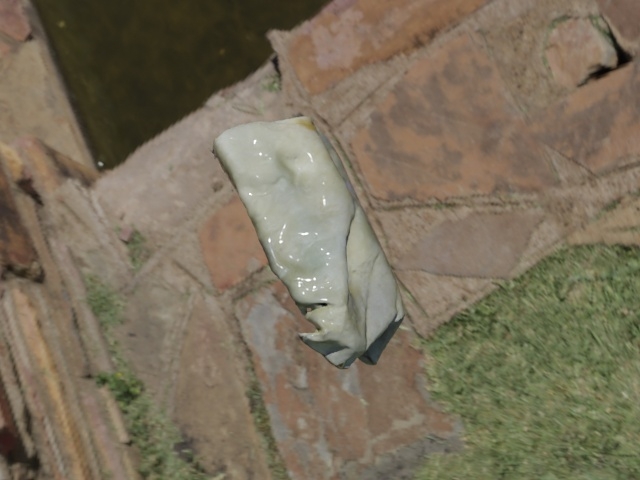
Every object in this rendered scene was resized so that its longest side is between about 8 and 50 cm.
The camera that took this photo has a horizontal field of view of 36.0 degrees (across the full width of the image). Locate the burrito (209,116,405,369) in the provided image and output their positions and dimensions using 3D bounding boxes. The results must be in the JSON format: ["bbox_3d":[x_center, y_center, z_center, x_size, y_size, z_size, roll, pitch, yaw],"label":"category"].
[{"bbox_3d":[0.002,0.000,1.266,0.135,0.190,0.331,-31,70,10],"label":"burrito"}]
